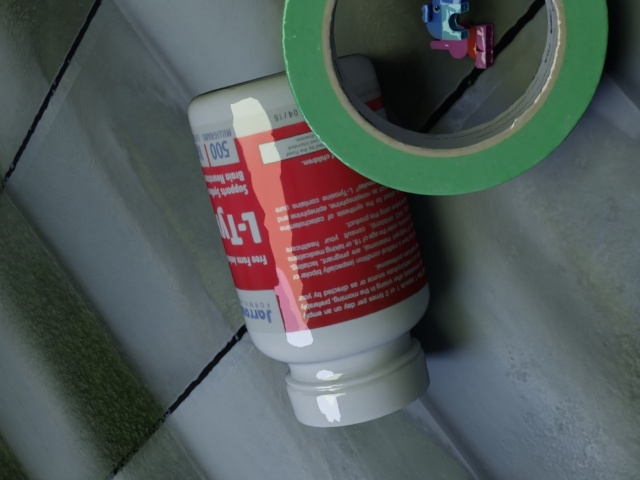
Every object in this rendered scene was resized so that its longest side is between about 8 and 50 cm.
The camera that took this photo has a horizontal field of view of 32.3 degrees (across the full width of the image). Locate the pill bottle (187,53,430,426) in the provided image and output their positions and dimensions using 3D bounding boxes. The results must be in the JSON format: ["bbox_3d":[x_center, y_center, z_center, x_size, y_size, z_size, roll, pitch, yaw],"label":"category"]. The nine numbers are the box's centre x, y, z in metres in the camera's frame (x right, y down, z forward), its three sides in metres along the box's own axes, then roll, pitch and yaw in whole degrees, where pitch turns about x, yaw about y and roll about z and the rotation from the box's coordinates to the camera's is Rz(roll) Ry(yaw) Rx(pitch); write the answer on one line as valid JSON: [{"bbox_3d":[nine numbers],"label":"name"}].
[{"bbox_3d":[0.000,0.000,1.319,0.229,0.229,0.408,-6,103,43],"label":"pill bottle"}]

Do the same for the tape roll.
[{"bbox_3d":[0.122,-0.208,1.113,0.321,0.077,0.321,1,107,4],"label":"tape roll"}]

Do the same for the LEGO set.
[{"bbox_3d":[0.123,-0.295,1.181,0.093,0.087,0.227,9,112,33],"label":"LEGO set"}]
